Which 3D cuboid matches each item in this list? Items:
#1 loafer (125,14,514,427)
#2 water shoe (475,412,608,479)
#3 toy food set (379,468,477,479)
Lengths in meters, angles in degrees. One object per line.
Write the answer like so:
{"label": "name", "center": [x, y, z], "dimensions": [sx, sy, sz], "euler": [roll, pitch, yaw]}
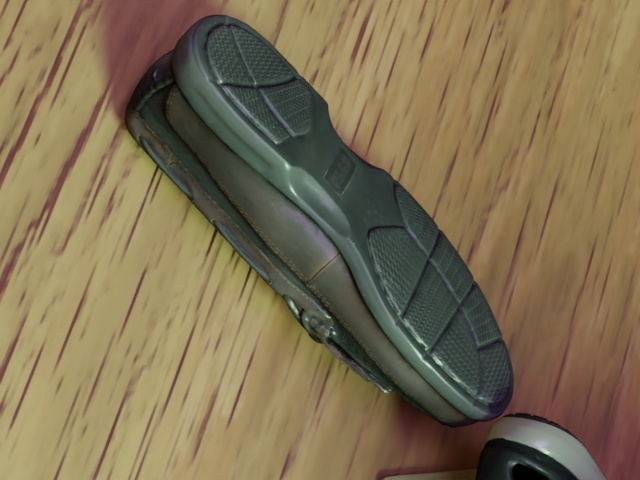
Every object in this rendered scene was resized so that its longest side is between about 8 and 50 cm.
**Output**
{"label": "loafer", "center": [0.000, 0.000, 0.819], "dimensions": [0.302, 0.095, 0.109], "euler": [51, 37, -9]}
{"label": "water shoe", "center": [0.160, 0.191, 0.821], "dimensions": [0.203, 0.073, 0.080], "euler": [43, 64, -23]}
{"label": "toy food set", "center": [0.106, 0.238, 0.823], "dimensions": [0.132, 0.038, 0.192], "euler": [-3, 80, -21]}
